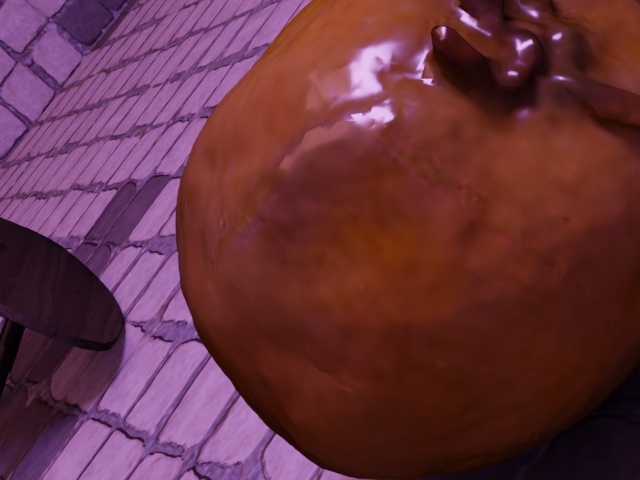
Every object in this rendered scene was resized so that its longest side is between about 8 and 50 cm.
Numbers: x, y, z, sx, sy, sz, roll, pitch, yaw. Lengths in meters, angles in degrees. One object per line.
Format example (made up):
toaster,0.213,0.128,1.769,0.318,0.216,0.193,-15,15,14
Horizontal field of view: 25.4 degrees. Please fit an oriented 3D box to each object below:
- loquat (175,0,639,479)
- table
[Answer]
loquat,0.049,-0.013,0.571,0.238,0.193,0.238,-47,-5,-5
table,-0.362,0.104,1.186,0.249,0.317,0.317,-63,18,6
